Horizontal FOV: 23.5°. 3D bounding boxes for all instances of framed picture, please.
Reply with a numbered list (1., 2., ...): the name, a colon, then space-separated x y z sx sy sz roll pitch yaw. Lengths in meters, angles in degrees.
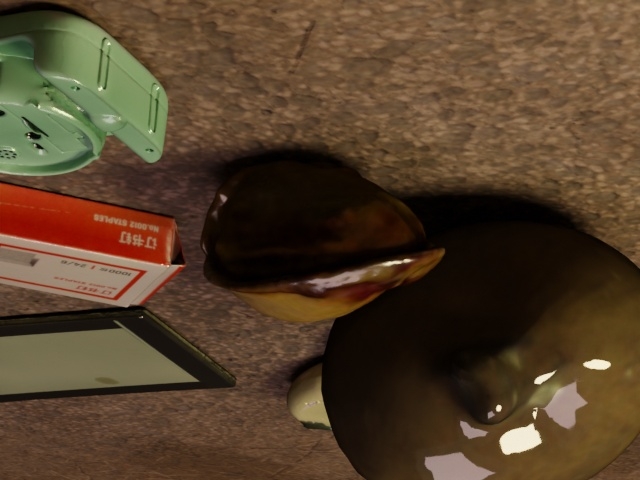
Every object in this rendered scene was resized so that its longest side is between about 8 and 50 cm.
1. framed picture: -0.299 0.133 1.723 0.347 0.016 0.265 -6 157 19

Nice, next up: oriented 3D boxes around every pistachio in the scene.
1. pistachio: 0.000 0.000 1.213 0.210 0.131 0.165 7 -151 33

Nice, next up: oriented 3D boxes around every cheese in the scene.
1. cheese: 0.032 0.156 1.695 0.127 0.054 0.251 4 157 -4

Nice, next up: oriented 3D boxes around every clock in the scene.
1. clock: -0.212 -0.095 1.083 0.188 0.060 0.148 -7 157 25

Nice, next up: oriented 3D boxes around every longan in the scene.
1. longan: 0.145 0.102 1.282 0.300 0.243 0.300 -29 174 -4

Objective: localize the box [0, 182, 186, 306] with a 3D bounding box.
1. box: -0.243 0.002 1.341 0.229 0.050 0.123 12 156 -23
